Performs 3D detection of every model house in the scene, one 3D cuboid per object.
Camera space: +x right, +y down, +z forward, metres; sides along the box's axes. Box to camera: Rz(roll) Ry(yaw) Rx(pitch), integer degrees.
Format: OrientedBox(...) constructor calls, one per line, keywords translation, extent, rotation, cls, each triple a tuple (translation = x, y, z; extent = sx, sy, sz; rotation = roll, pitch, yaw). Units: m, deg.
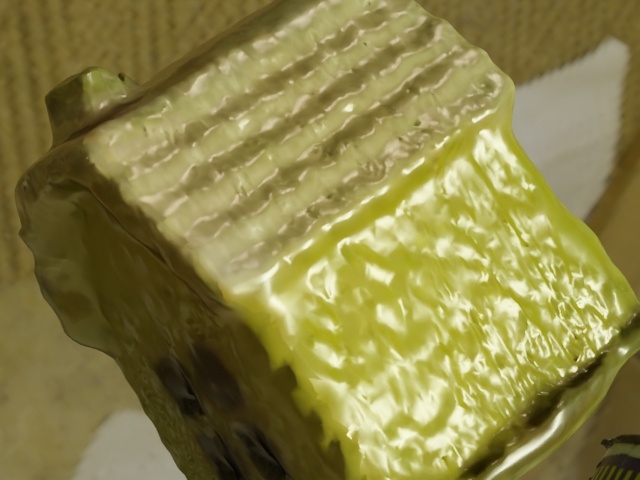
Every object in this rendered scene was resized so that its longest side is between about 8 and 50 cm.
OrientedBox(translation=(0.000, 0.000, 0.844), extent=(0.193, 0.175, 0.234), rotation=(-37, 104, -30), cls="model house")

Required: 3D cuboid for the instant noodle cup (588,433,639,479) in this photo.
OrientedBox(translation=(0.206, 0.301, 1.191), extent=(0.312, 0.284, 0.284), rotation=(-63, 147, -13), cls="instant noodle cup")
